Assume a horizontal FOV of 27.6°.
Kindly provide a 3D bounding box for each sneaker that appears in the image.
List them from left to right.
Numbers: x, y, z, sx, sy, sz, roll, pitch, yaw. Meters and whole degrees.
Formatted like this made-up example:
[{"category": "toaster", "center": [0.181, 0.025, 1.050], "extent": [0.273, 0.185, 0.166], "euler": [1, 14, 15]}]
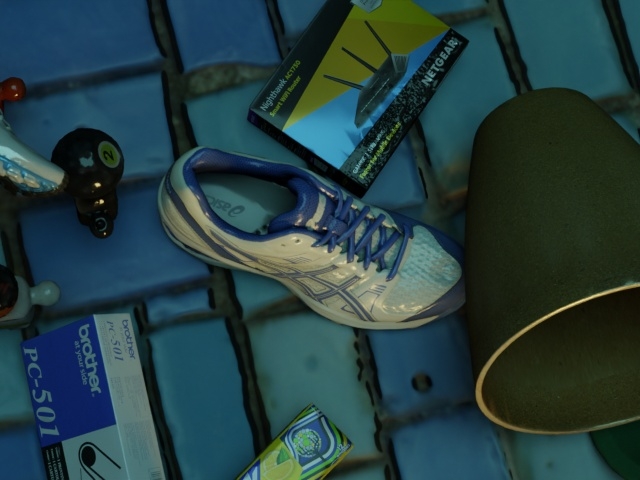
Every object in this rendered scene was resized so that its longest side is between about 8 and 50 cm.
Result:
[{"category": "sneaker", "center": [-0.272, -0.102, 1.008], "extent": [0.190, 0.071, 0.083], "euler": [29, 75, 2]}, {"category": "sneaker", "center": [0.000, 0.000, 1.136], "extent": [0.296, 0.131, 0.112], "euler": [15, 75, -5]}]

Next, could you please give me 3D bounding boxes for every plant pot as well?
[{"category": "plant pot", "center": [0.217, 0.000, 1.121], "extent": [0.237, 0.237, 0.254], "euler": [-7, 55, -9]}]

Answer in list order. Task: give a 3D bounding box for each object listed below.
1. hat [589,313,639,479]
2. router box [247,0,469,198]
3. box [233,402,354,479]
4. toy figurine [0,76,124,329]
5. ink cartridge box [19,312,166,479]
[{"category": "hat", "center": [0.377, 0.151, 1.203], "extent": [0.208, 0.183, 0.173], "euler": [-23, 64, 32]}, {"category": "router box", "center": [0.035, -0.149, 1.215], "extent": [0.133, 0.046, 0.179], "euler": [34, 76, 1]}, {"category": "box", "center": [-0.050, 0.219, 1.117], "extent": [0.054, 0.059, 0.169], "euler": [44, 76, 3]}, {"category": "toy figurine", "center": [-0.287, -0.038, 1.097], "extent": [0.213, 0.148, 0.209], "euler": [37, 76, 1]}, {"category": "ink cartridge box", "center": [-0.186, 0.173, 1.091], "extent": [0.097, 0.046, 0.207], "euler": [-20, 78, 34]}]
